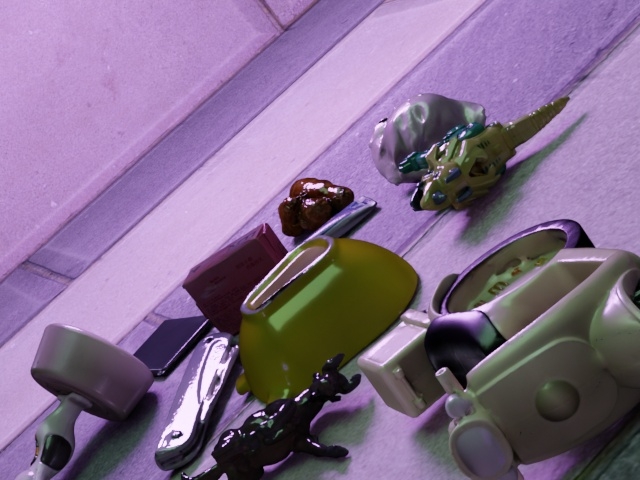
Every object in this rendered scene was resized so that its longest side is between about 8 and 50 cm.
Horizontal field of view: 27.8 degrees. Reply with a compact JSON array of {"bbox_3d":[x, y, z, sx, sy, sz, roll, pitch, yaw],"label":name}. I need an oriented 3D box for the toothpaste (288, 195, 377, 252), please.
[{"bbox_3d":[0.000,0.000,1.899,0.197,0.034,0.057,-39,23,-10],"label":"toothpaste"}]

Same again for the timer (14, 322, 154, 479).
[{"bbox_3d":[-0.371,0.272,1.835,0.175,0.175,0.266,-11,49,57],"label":"timer"}]

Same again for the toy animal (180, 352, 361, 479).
[{"bbox_3d":[-0.049,0.220,1.392,0.233,0.084,0.148,-39,5,6],"label":"toy animal"}]

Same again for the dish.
[{"bbox_3d":[-0.017,0.081,1.599,0.262,0.108,0.221,-42,16,-11],"label":"dish"}]

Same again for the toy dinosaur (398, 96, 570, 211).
[{"bbox_3d":[0.208,-0.114,1.676,0.259,0.094,0.153,-36,15,-16],"label":"toy dinosaur"}]

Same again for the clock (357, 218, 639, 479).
[{"bbox_3d":[0.192,0.090,1.143,0.276,0.120,0.379,-38,11,-10],"label":"clock"}]

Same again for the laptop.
[{"bbox_3d":[-0.242,0.166,2.011,0.129,0.016,0.180,-48,19,-27],"label":"laptop"}]

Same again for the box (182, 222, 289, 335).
[{"bbox_3d":[-0.109,0.058,1.847,0.156,0.111,0.060,-31,18,21],"label":"box"}]

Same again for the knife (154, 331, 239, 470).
[{"bbox_3d":[-0.155,0.203,1.690,0.073,0.040,0.265,-20,23,21],"label":"knife"}]

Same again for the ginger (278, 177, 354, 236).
[{"bbox_3d":[-0.020,-0.055,2.012,0.103,0.073,0.162,-46,19,-19],"label":"ginger"}]

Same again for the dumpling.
[{"bbox_3d":[0.150,-0.144,1.858,0.188,0.108,0.127,-13,50,23],"label":"dumpling"}]
